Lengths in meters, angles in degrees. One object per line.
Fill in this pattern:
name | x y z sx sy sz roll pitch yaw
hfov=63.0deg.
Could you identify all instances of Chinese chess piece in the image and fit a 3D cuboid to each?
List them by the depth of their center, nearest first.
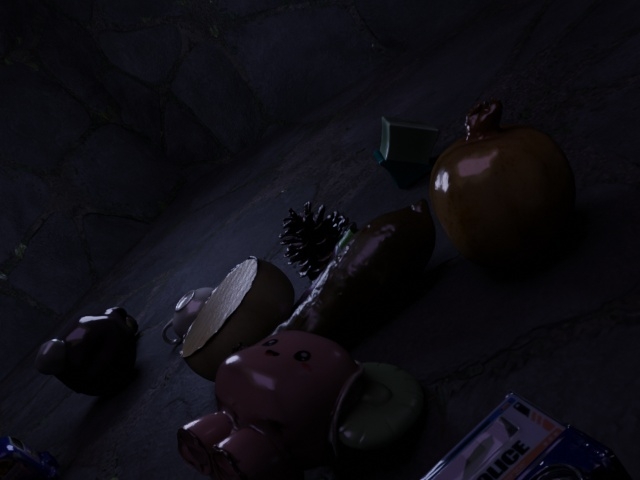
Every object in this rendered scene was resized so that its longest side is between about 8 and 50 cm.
Chinese chess piece | -0.164 0.154 1.031 0.257 0.104 0.257 -44 18 18

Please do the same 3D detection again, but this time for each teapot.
teapot | -0.315 0.183 1.305 0.226 0.092 0.145 -36 20 16

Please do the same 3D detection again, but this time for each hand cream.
hand cream | -0.008 0.094 0.967 0.275 0.050 0.079 -53 -11 18

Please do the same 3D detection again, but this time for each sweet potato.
sweet potato | 0.034 0.095 0.862 0.423 0.130 0.130 -42 20 6

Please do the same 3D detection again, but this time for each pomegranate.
pomegranate | 0.249 -0.065 0.736 0.207 0.207 0.207 -33 22 15

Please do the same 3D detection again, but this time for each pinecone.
pinecone | -0.007 -0.002 1.060 0.163 0.165 0.163 -39 22 19

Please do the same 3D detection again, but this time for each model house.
model house | 0.193 -0.200 1.204 0.127 0.148 0.100 6 21 -5

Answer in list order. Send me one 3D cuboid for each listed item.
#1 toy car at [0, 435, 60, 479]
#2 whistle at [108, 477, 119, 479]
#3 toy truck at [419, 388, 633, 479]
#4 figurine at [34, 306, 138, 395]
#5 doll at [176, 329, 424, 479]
toy car | -0.684 0.532 1.093 0.172 0.158 0.235 -8 36 55
whistle | -0.424 0.487 0.858 0.227 0.085 0.105 -45 16 -19
toy truck | 0.112 0.257 0.398 0.268 0.124 0.155 -39 14 -6
figurine | -0.605 0.269 1.437 0.218 0.206 0.365 -32 19 -6
doll | -0.033 0.225 0.665 0.284 0.216 0.268 11 26 43
